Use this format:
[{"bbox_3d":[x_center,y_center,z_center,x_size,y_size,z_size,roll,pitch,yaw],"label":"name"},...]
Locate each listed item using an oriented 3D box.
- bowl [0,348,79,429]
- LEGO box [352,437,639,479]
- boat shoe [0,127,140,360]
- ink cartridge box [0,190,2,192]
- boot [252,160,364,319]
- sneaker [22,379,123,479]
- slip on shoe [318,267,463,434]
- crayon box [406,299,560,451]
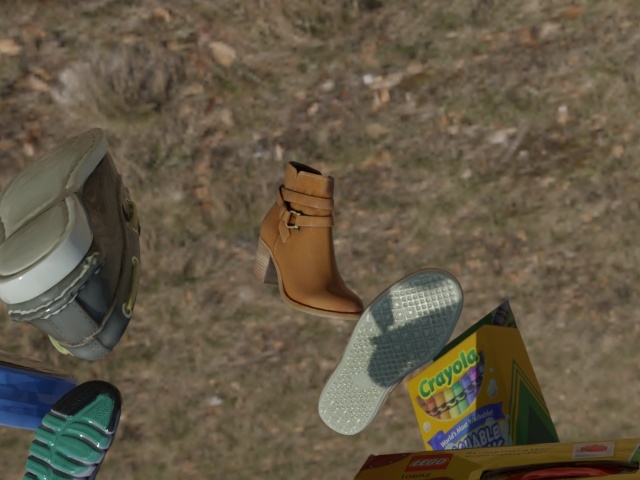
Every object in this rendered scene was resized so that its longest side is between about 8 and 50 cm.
[{"bbox_3d":[-0.521,0.178,1.553,0.391,0.077,0.391,15,173,2],"label":"bowl"},{"bbox_3d":[0.302,0.439,1.304,0.500,0.373,0.193,-7,-171,19],"label":"LEGO box"},{"bbox_3d":[-0.196,-0.006,0.892,0.109,0.091,0.305,-33,-156,5],"label":"boat shoe"},{"bbox_3d":[-0.482,0.016,1.343,0.153,0.087,0.208,3,-153,16],"label":"ink cartridge box"},{"bbox_3d":[0.000,0.000,1.889,0.109,0.220,0.283,9,-166,-36],"label":"boot"},{"bbox_3d":[-0.287,0.262,1.273,0.083,0.224,0.098,27,174,15],"label":"sneaker"},{"bbox_3d":[0.104,0.154,1.658,0.331,0.123,0.101,-58,175,35],"label":"slip on shoe"},{"bbox_3d":[0.250,0.276,1.741,0.083,0.323,0.203,9,142,-36],"label":"crayon box"}]
